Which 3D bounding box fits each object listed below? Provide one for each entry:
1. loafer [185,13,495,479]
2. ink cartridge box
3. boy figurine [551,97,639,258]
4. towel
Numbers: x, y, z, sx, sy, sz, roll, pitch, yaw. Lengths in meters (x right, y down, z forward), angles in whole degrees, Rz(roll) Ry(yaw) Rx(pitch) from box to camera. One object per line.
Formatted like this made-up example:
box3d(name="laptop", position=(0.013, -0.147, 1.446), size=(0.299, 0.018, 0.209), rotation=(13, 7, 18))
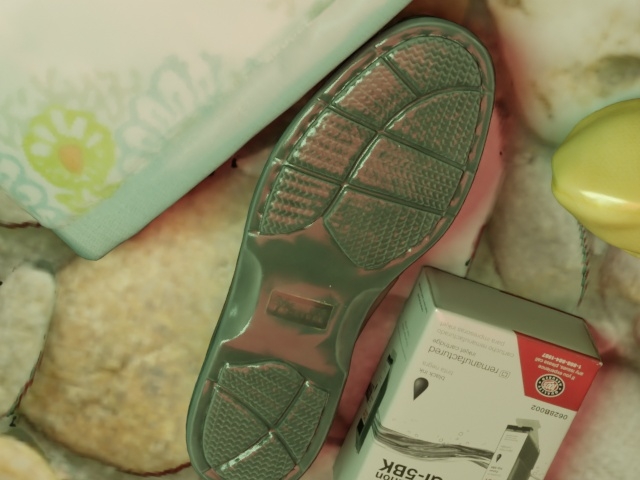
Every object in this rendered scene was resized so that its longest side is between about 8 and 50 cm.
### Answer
box3d(name="loafer", position=(0.000, 0.000, 0.886), size=(0.096, 0.084, 0.267), rotation=(23, 107, -12))
box3d(name="ink cartridge box", position=(0.077, 0.096, 0.939), size=(0.099, 0.056, 0.135), rotation=(18, 111, -11))
box3d(name="boy figurine", position=(0.257, -0.022, 0.879), size=(0.285, 0.092, 0.177), rotation=(-3, 114, 0))
box3d(name="towel", position=(-0.082, -0.210, 0.787), size=(0.374, 0.090, 0.320), rotation=(-40, 106, 13))
